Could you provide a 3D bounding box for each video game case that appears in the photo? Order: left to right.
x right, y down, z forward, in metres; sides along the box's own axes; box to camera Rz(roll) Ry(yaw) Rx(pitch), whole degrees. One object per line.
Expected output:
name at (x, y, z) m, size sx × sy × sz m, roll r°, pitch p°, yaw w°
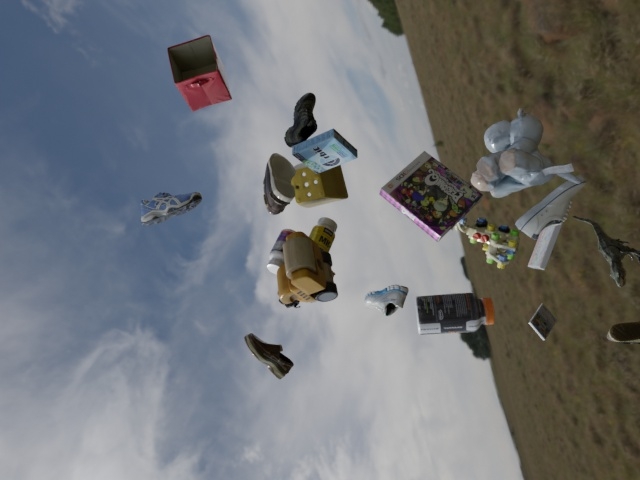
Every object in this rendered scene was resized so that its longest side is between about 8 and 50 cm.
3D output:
video game case at (0.331, -0.138, 1.479) m, size 0.232 × 0.210 × 0.042 m, roll 43°, pitch 158°, yaw 18°
video game case at (0.847, 0.309, 1.875) m, size 0.122 × 0.011 × 0.087 m, roll -39°, pitch -91°, yaw -34°
video game case at (0.949, 0.023, 2.092) m, size 0.285 × 0.025 × 0.204 m, roll 6°, pitch -76°, yaw -76°

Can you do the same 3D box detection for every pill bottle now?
pill bottle at (-0.162, 0.052, 2.176) m, size 0.108 × 0.108 × 0.194 m, roll 58°, pitch -135°, yaw -41°
pill bottle at (0.000, 0.000, 2.325) m, size 0.119 × 0.119 × 0.209 m, roll 56°, pitch -133°, yaw -44°
pill bottle at (0.440, 0.239, 1.622) m, size 0.130 × 0.245 × 0.131 m, roll -5°, pitch -90°, yaw -79°

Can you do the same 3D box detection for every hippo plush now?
hippo plush at (0.603, -0.289, 1.510) m, size 0.234 × 0.294 × 0.237 m, roll 23°, pitch -117°, yaw -49°

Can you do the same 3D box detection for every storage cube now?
storage cube at (-0.488, -0.678, 2.009) m, size 0.193 × 0.183 × 0.215 m, roll 70°, pitch -177°, yaw -68°

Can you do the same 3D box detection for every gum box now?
gum box at (0.016, -0.319, 1.786) m, size 0.157 × 0.184 × 0.041 m, roll 31°, pitch -128°, yaw -48°

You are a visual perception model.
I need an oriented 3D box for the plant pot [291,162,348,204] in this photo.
plant pot at (-0.026, -0.257, 2.194) m, size 0.187 × 0.212 × 0.212 m, roll -25°, pitch -78°, yaw -64°

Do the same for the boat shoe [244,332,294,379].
boat shoe at (-0.190, 0.424, 1.885) m, size 0.257 × 0.095 × 0.095 m, roll 55°, pitch 178°, yaw -37°

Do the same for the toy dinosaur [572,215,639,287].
toy dinosaur at (0.789, 0.018, 1.325) m, size 0.268 × 0.118 × 0.064 m, roll -90°, pitch 14°, yaw -51°

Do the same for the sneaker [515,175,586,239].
sneaker at (0.738, -0.097, 1.545) m, size 0.091 × 0.258 × 0.094 m, roll 51°, pitch -178°, yaw 20°

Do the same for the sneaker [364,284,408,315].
sneaker at (0.195, 0.199, 1.537) m, size 0.071 × 0.190 × 0.083 m, roll 23°, pitch -119°, yaw -22°

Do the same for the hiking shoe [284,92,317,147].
hiking shoe at (-0.047, -0.450, 1.858) m, size 0.086 × 0.114 × 0.227 m, roll 30°, pitch -103°, yaw -55°

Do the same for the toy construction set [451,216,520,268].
toy construction set at (0.650, -0.018, 1.967) m, size 0.215 × 0.327 × 0.151 m, roll -21°, pitch -44°, yaw -37°

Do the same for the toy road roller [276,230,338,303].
toy road roller at (-0.091, 0.138, 1.978) m, size 0.329 × 0.240 × 0.203 m, roll 45°, pitch -151°, yaw -53°

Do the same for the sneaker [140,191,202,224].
sneaker at (-0.465, -0.114, 1.512) m, size 0.080 × 0.211 × 0.081 m, roll 19°, pitch -126°, yaw -78°

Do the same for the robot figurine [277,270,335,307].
robot figurine at (-0.078, 0.205, 2.264) m, size 0.085 × 0.290 × 0.211 m, roll 48°, pitch -133°, yaw -40°

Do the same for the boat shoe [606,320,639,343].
boat shoe at (0.738, 0.209, 1.128) m, size 0.049 × 0.152 × 0.056 m, roll 59°, pitch -150°, yaw -70°

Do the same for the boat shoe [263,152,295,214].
boat shoe at (-0.156, -0.212, 1.797) m, size 0.116 × 0.097 × 0.324 m, roll 25°, pitch -150°, yaw -23°
